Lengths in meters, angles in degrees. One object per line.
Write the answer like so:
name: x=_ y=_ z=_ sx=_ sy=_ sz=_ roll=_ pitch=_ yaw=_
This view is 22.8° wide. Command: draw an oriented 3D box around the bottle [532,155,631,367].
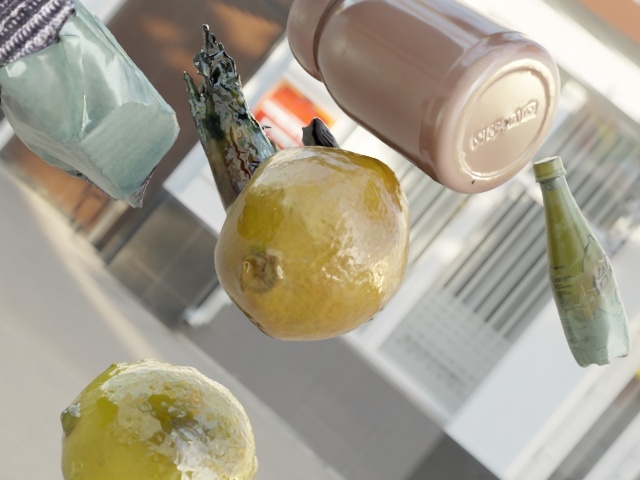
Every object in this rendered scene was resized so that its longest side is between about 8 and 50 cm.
bottle: x=0.325 y=0.025 z=2.006 sx=0.083 sy=0.083 sz=0.270 roll=-138 pitch=-148 yaw=-86

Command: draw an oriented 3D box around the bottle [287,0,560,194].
bottle: x=0.100 y=-0.177 z=1.670 sx=0.297 sy=0.173 sz=0.206 roll=36 pitch=0 yaw=39

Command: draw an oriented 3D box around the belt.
belt: x=-0.249 y=-0.162 z=1.371 sx=0.260 sy=0.122 sz=0.325 roll=39 pitch=-10 yaw=23

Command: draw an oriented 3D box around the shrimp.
shrimp: x=-0.037 y=-0.092 z=2.038 sx=0.272 sy=0.085 sz=0.445 roll=-15 pitch=71 yaw=-46

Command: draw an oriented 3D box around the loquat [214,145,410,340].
loquat: x=0.000 y=0.000 z=1.500 sx=0.176 sy=0.187 sz=0.234 roll=49 pitch=25 yaw=9

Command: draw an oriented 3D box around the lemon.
lemon: x=-0.228 y=0.298 z=2.233 sx=0.284 sy=0.261 sz=0.260 roll=5 pitch=26 yaw=-44
